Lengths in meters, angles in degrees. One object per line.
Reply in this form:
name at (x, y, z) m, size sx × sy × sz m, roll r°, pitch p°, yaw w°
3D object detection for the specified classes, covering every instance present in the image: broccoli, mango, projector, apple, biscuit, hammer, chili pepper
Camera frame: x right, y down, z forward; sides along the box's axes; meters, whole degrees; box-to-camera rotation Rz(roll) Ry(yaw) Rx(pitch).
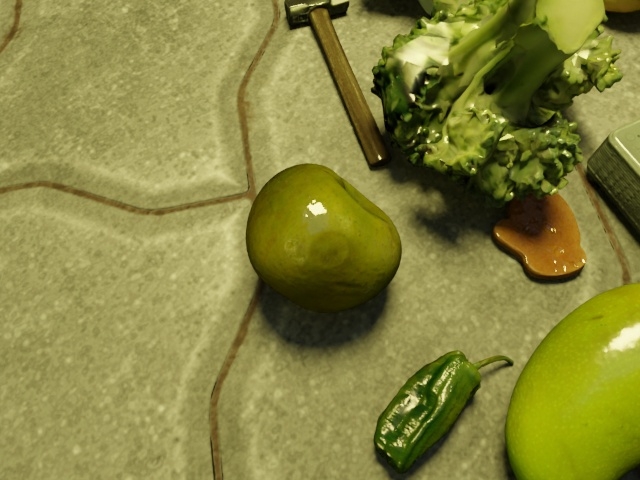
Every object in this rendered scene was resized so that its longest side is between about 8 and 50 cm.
broccoli at (0.239, -0.227, 0.619) m, size 0.277 × 0.317 × 0.338 m, roll 39°, pitch 117°, yaw -8°
mango at (0.324, 0.167, 0.518) m, size 0.293 × 0.143 × 0.175 m, roll -44°, pitch 89°, yaw -3°
projector at (0.520, -0.058, 0.621) m, size 0.192 × 0.099 × 0.256 m, roll -25°, pitch 67°, yaw -6°
apple at (0.000, 0.000, 0.582) m, size 0.196 × 0.196 × 0.157 m, roll 44°, pitch 99°, yaw 18°
biscuit at (0.301, -0.012, 0.654) m, size 0.118 × 0.023 × 0.140 m, roll -1°, pitch 68°, yaw 3°
hammer at (0.041, -0.279, 0.777) m, size 0.111 × 0.043 × 0.365 m, roll -17°, pitch 70°, yaw -5°
chili pepper at (0.144, 0.183, 0.560) m, size 0.204 × 0.073 × 0.072 m, roll -41°, pitch 57°, yaw -14°

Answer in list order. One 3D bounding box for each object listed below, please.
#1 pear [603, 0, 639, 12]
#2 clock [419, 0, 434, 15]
pear at (0.524, -0.465, 0.754) m, size 0.178 × 0.178 × 0.177 m, roll -1°, pitch 67°, yaw 3°
clock at (0.186, -0.458, 0.764) m, size 0.244 × 0.199 × 0.146 m, roll 28°, pitch 104°, yaw 3°
